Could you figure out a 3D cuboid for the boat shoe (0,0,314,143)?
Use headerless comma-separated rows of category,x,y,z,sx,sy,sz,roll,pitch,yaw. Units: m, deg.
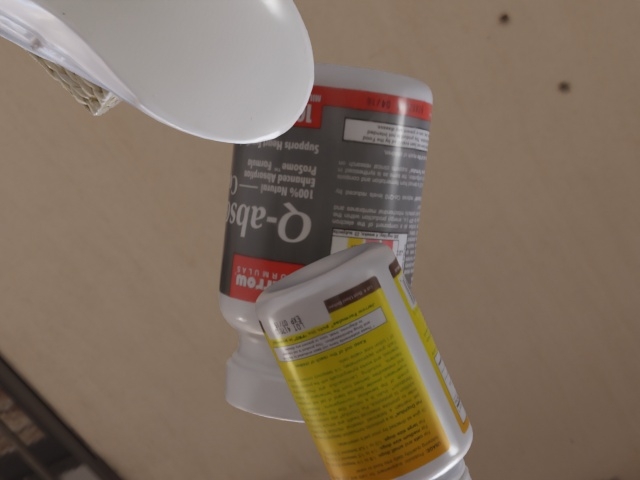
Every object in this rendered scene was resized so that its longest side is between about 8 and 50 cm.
boat shoe,-0.084,-0.085,0.334,0.063,0.184,0.066,24,-86,54

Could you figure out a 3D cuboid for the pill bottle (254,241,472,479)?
pill bottle,0.042,0.118,0.809,0.117,0.215,0.117,-24,-175,2

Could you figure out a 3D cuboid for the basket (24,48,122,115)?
basket,-0.207,-0.208,0.932,0.103,0.167,0.113,-47,179,43

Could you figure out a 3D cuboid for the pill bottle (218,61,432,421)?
pill bottle,0.000,0.000,1.131,0.210,0.363,0.210,6,-177,0
